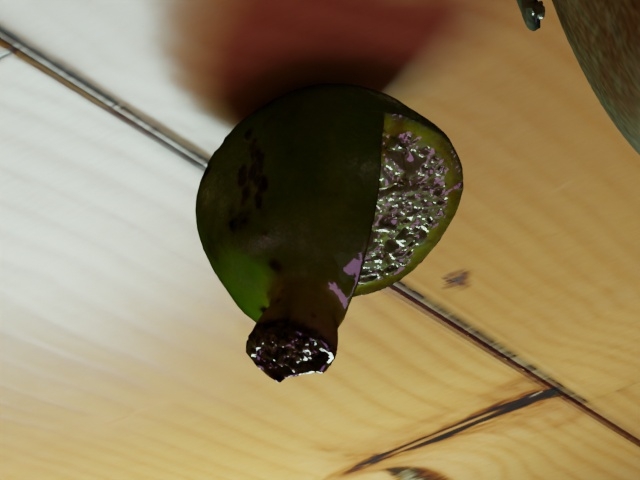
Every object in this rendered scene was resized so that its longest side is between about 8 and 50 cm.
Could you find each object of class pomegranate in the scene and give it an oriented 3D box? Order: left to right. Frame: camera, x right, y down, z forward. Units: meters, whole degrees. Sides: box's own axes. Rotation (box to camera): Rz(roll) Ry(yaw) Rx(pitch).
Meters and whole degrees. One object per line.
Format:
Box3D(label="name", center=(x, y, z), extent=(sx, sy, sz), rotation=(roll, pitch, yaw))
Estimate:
Box3D(label="pomegranate", center=(-0.010, -0.009, 0.978), extent=(0.169, 0.122, 0.143), rotation=(-48, 171, -35))

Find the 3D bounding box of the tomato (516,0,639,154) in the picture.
Box3D(label="tomato", center=(0.166, -0.154, 0.570), extent=(0.303, 0.303, 0.239), rotation=(-10, 154, -12))
